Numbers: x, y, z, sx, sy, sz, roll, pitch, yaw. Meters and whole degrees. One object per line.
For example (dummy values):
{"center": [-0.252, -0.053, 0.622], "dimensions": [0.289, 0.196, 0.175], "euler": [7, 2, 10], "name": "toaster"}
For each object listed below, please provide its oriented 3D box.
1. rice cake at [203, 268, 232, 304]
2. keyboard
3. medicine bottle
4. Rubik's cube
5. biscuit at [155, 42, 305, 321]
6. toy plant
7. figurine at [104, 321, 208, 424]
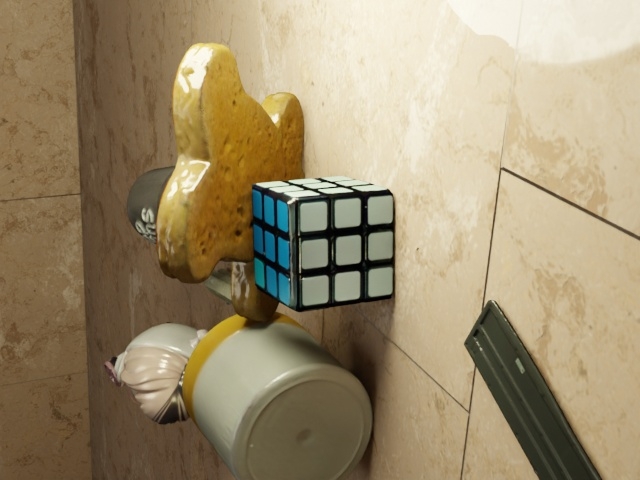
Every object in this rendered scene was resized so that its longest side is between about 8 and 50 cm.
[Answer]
{"center": [-0.171, 0.102, 1.924], "dimensions": [0.057, 0.052, 0.256], "euler": [59, 163, -20], "name": "rice cake"}
{"center": [0.213, 0.158, 1.105], "dimensions": [0.381, 0.041, 0.103], "euler": [58, 146, 32], "name": "keyboard"}
{"center": [-0.070, 0.258, 1.508], "dimensions": [0.232, 0.238, 0.238], "euler": [-144, 51, -58], "name": "medicine bottle"}
{"center": [0.000, 0.000, 1.375], "dimensions": [0.162, 0.163, 0.160], "euler": [23, 116, 61], "name": "Rubik's cube"}
{"center": [-0.130, -0.069, 1.424], "dimensions": [0.394, 0.076, 0.368], "euler": [19, -103, -69], "name": "biscuit"}
{"center": [-0.202, -0.049, 1.804], "dimensions": [0.400, 0.185, 0.279], "euler": [6, 109, 51], "name": "toy plant"}
{"center": [-0.339, 0.285, 2.126], "dimensions": [0.361, 0.253, 0.211], "euler": [174, 106, -74], "name": "figurine"}
